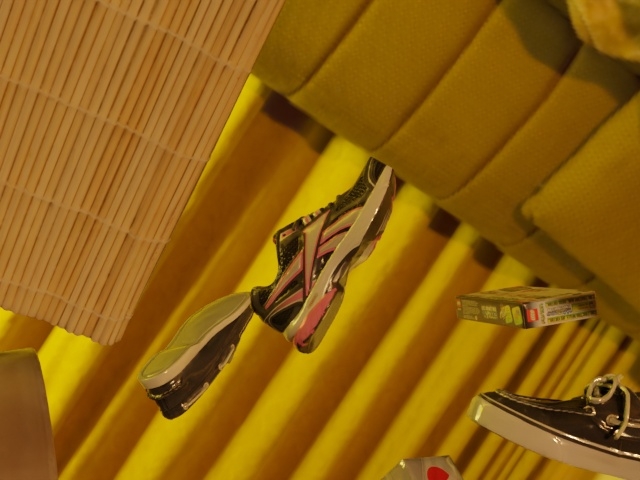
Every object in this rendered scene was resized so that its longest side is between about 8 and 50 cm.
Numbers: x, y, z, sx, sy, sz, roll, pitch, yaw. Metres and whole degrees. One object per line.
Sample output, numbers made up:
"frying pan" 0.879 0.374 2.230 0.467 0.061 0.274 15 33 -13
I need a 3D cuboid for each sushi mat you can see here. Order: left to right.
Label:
"sushi mat" -0.135 -0.078 0.514 0.151 0.316 0.019 21 -156 -20

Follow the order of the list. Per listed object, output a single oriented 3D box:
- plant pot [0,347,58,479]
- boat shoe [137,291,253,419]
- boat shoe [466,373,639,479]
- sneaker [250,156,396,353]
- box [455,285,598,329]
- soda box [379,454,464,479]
"plant pot" -0.403 0.280 0.808 0.281 0.323 0.323 -6 -162 -24
"boat shoe" -0.201 0.191 1.470 0.114 0.302 0.091 -10 111 37
"boat shoe" 0.318 0.198 0.923 0.306 0.104 0.113 16 180 7
"sneaker" 0.000 0.000 0.714 0.077 0.178 0.072 28 166 12
"box" 0.289 0.093 1.219 0.114 0.036 0.207 -8 -179 -16
"soda box" 0.078 0.404 1.139 0.098 0.286 0.091 7 -137 -42
